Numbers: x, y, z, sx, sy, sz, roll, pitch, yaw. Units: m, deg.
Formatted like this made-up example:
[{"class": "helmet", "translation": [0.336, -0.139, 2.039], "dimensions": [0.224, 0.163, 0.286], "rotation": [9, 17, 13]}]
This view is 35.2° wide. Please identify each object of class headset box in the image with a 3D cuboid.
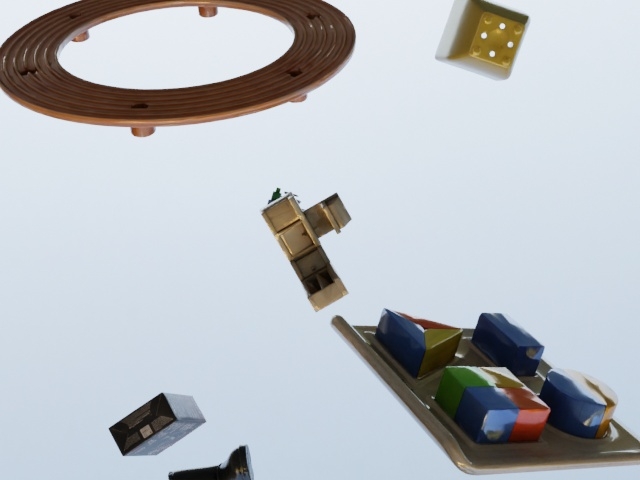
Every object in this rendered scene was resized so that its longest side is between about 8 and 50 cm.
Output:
[{"class": "headset box", "translation": [-0.149, 0.172, 0.940], "dimensions": [0.062, 0.083, 0.032], "rotation": [-34, -106, 7]}]

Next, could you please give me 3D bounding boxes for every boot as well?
[{"class": "boot", "translation": [-0.129, 0.276, 1.180], "dimensions": [0.099, 0.121, 0.045], "rotation": [-4, -120, -3]}]

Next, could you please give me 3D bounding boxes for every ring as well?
[{"class": "ring", "translation": [-0.133, -0.176, 0.946], "dimensions": [0.337, 0.032, 0.336], "rotation": [-2, -146, 1]}]

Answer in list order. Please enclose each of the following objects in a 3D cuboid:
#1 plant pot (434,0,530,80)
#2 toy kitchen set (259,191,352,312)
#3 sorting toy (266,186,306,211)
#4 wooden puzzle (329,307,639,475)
[{"class": "plant pot", "translation": [0.179, -0.217, 1.081], "dimensions": [0.081, 0.081, 0.083], "rotation": [17, -166, -9]}, {"class": "toy kitchen set", "translation": [0.000, 0.000, 0.871], "dimensions": [0.068, 0.083, 0.075], "rotation": [-30, -160, 1]}, {"class": "sorting toy", "translation": [-0.037, -0.040, 1.249], "dimensions": [0.061, 0.042, 0.102], "rotation": [14, -174, -23]}, {"class": "wooden puzzle", "translation": [0.225, 0.173, 1.271], "dimensions": [0.348, 0.080, 0.322], "rotation": [9, -161, -31]}]
